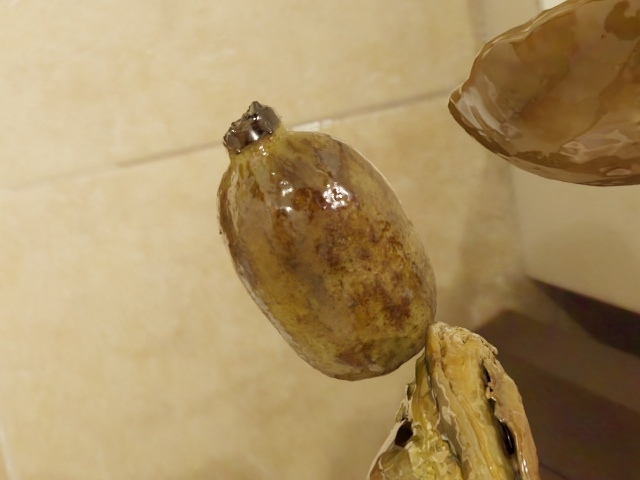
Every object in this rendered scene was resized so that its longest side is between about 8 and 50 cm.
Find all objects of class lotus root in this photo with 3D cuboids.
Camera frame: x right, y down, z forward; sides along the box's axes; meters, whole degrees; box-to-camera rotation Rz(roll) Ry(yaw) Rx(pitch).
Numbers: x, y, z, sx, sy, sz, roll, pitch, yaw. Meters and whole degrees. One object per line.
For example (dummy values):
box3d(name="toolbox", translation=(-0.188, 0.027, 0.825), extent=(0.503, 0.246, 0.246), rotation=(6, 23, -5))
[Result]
box3d(name="lotus root", translation=(0.000, 0.000, 1.094), extent=(0.145, 0.128, 0.260), rotation=(-31, 113, 1))

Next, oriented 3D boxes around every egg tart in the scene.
box3d(name="egg tart", translation=(0.114, 0.207, 1.025), extent=(0.132, 0.297, 0.297), rotation=(-22, 103, 3))

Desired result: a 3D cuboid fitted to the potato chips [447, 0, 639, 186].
box3d(name="potato chips", translation=(0.179, -0.074, 0.758), extent=(0.208, 0.195, 0.062), rotation=(28, 45, -51))
